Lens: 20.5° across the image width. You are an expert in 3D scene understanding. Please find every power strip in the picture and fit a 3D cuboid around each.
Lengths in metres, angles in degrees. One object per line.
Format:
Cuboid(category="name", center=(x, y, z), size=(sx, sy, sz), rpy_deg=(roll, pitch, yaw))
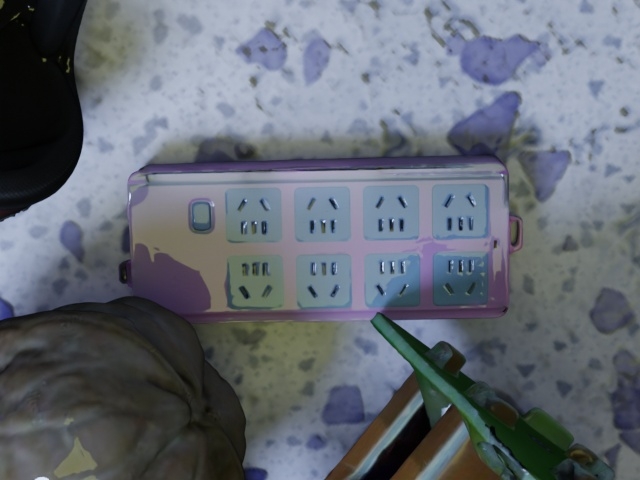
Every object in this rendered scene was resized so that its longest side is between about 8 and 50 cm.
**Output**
Cuboid(category="power strip", center=(0.000, 0.000, 1.202), size=(0.278, 0.037, 0.109), rpy_deg=(-1, 104, -1))

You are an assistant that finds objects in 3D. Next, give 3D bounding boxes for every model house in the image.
Cuboid(category="model house", center=(0.101, 0.287, 1.123), size=(0.340, 0.300, 0.324), rpy_deg=(37, 94, -22))

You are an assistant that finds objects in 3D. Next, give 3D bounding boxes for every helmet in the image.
Cuboid(category="helmet", center=(-0.241, -0.108, 1.091), size=(0.193, 0.189, 0.216), rpy_deg=(-29, 100, 35))

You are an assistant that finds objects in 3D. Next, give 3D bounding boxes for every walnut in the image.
Cuboid(category="walnut", center=(-0.161, 0.139, 1.141), size=(0.224, 0.224, 0.224), rpy_deg=(0, 103, -1))
